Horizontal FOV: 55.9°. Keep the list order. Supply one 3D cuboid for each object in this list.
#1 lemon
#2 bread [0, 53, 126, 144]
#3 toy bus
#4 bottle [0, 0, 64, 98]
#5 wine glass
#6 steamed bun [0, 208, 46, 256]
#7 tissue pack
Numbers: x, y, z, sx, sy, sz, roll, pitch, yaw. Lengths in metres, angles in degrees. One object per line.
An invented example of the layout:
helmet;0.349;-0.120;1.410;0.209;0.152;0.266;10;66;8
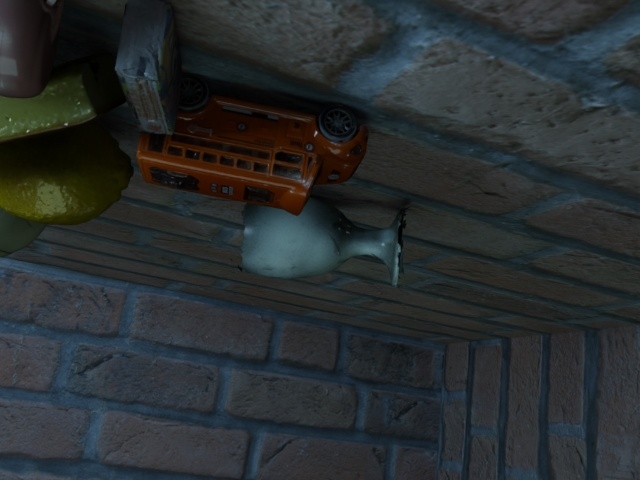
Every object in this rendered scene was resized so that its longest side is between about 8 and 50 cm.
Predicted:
lemon;-0.448;-0.125;1.013;0.260;0.204;0.204;4;165;-7
bread;-0.453;-0.172;0.814;0.361;0.077;0.138;-11;-154;7
toy bus;-0.098;-0.131;0.911;0.329;0.153;0.143;10;162;-8
bottle;-0.426;-0.257;0.623;0.296;0.173;0.206;13;132;-18
wine glass;0.003;-0.005;1.250;0.356;0.191;0.190;3;164;5
steamed bun;-0.731;-0.076;1.261;0.333;0.233;0.312;-6;158;43
tissue pack;-0.210;-0.213;0.756;0.060;0.109;0.148;6;163;-5
